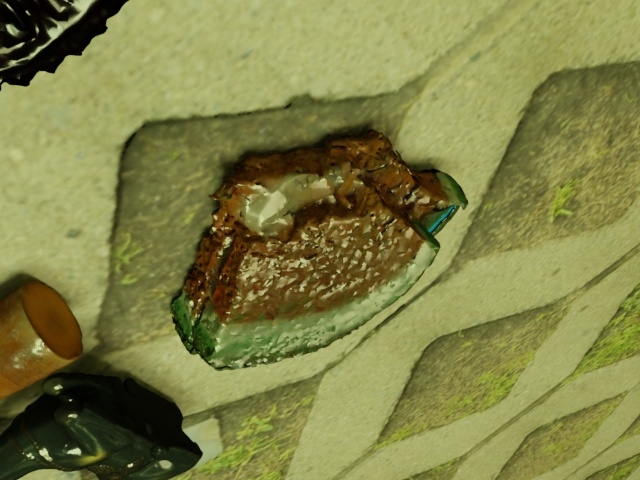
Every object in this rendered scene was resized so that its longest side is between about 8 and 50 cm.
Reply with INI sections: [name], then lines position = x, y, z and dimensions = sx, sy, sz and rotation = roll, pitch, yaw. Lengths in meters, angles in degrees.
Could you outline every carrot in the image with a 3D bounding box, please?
[carrot]
position = -0.261, 0.101, 0.463
dimensions = 0.210, 0.061, 0.061
rotation = -29, 141, 2

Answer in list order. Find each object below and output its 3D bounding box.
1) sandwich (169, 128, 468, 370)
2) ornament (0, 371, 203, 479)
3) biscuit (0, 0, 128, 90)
[sandwich]
position = 0.008, 0.007, 0.522
dimensions = 0.235, 0.079, 0.159
rotation = -16, 138, -19
[ornament]
position = -0.233, 0.194, 0.553
dimensions = 0.236, 0.080, 0.202
rotation = -34, 152, 1
[biscuit]
position = -0.154, -0.140, 0.278
dimensions = 0.195, 0.053, 0.194
rotation = -19, 140, -17
